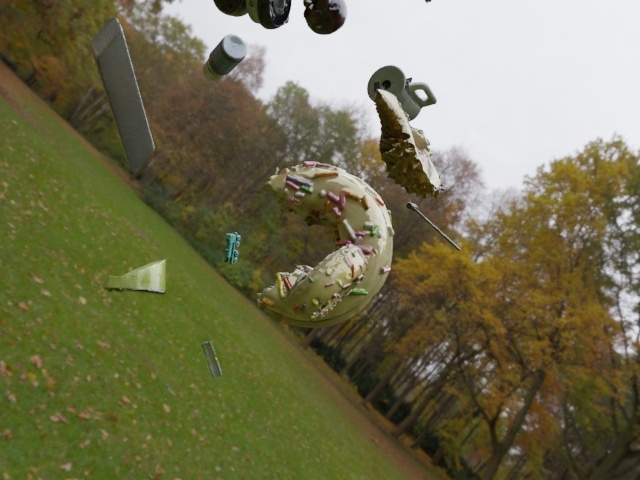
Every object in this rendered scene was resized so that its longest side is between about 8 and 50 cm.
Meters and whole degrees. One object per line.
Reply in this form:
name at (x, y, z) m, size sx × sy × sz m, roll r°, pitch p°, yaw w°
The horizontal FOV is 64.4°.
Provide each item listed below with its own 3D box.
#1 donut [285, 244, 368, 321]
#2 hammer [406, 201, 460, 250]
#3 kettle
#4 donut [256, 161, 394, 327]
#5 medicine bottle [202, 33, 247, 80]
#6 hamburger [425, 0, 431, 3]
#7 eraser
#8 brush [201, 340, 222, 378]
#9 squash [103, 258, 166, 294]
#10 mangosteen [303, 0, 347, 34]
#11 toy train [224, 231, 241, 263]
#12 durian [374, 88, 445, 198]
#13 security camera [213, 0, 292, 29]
donut at (0.014, 0.079, 0.896) m, size 0.068 × 0.175 × 0.174 m, roll 51°, pitch -7°, yaw 11°
hammer at (0.457, -0.056, 2.049) m, size 0.058 × 0.029 × 0.292 m, roll 10°, pitch 33°, yaw -53°
kettle at (0.200, -0.366, 1.263) m, size 0.148 × 0.127 × 0.098 m, roll 19°, pitch 37°, yaw -58°
donut at (0.006, 0.008, 1.125) m, size 0.308 × 0.370 × 0.150 m, roll 2°, pitch -8°, yaw 10°
medicine bottle at (-0.300, -0.557, 1.565) m, size 0.083 × 0.083 × 0.203 m, roll 46°, pitch -24°, yaw -19°
hamburger at (0.348, -0.819, 1.581) m, size 0.063 × 0.139 × 0.133 m, roll 3°, pitch -5°, yaw 18°
eraser at (-0.473, -0.342, 1.225) m, size 0.111 × 0.078 × 0.352 m, roll 52°, pitch -27°, yaw 43°
brush at (-0.342, 0.371, 1.602) m, size 0.030 × 0.033 × 0.178 m, roll -106°, pitch -172°, yaw -50°
squash at (-0.671, 0.136, 1.843) m, size 0.221 × 0.133 × 0.220 m, roll -1°, pitch -3°, yaw 0°
mangosteen at (0.018, -0.862, 1.888) m, size 0.172 × 0.172 × 0.184 m, roll 38°, pitch -28°, yaw 32°
toy train at (-0.247, 0.022, 1.414) m, size 0.029 × 0.092 × 0.045 m, roll 15°, pitch 9°, yaw 33°
durian at (0.128, -0.153, 0.840) m, size 0.224 × 0.079 × 0.140 m, roll 50°, pitch 34°, yaw -32°
security camera at (-0.263, -0.895, 1.858) m, size 0.278 × 0.191 × 0.196 m, roll 21°, pitch -58°, yaw 20°
